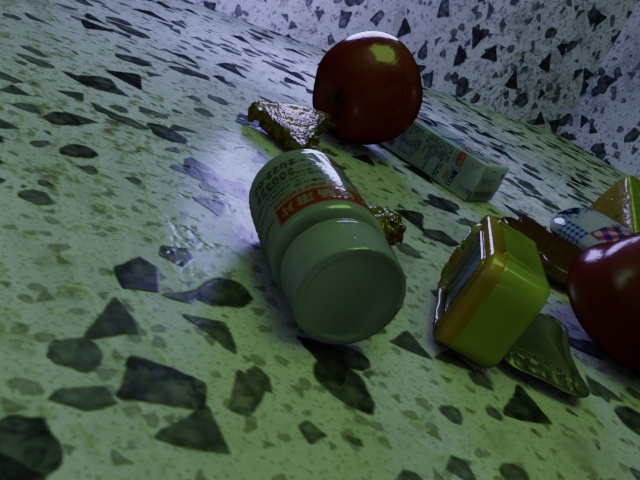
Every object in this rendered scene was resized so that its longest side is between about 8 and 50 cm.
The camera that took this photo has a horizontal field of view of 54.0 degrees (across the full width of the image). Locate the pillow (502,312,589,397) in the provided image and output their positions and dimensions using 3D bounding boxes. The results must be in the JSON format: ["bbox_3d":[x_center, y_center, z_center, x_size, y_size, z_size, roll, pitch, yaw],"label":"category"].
[{"bbox_3d":[0.304,0.142,0.885,0.130,0.033,0.217,25,23,3],"label":"pillow"}]

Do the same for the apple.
[{"bbox_3d":[0.102,-0.350,1.467,0.217,0.260,0.260,-24,49,-31],"label":"apple"}]

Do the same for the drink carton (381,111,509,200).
[{"bbox_3d":[0.300,-0.218,1.564,0.131,0.106,0.315,-6,38,-48],"label":"drink carton"}]

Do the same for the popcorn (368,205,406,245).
[{"bbox_3d":[0.094,-0.019,0.992,0.082,0.057,0.083,16,27,-18],"label":"popcorn"}]

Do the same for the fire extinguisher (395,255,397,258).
[{"bbox_3d":[0.083,0.051,0.853,0.078,0.045,0.157,53,22,-6],"label":"fire extinguisher"}]

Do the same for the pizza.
[{"bbox_3d":[-0.054,-0.219,1.277,0.188,0.062,0.198,5,34,-13],"label":"pizza"}]

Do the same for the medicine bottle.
[{"bbox_3d":[0.000,0.000,0.750,0.145,0.144,0.252,14,28,-24],"label":"medicine bottle"}]

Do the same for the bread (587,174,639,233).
[{"bbox_3d":[0.795,0.053,1.548,0.234,0.245,0.361,21,55,-4],"label":"bread"}]

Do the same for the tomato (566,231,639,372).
[{"bbox_3d":[0.543,0.095,0.972,0.299,0.299,0.226,7,69,-36],"label":"tomato"}]

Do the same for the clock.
[{"bbox_3d":[0.220,0.061,0.834,0.096,0.143,0.202,33,22,-1],"label":"clock"}]

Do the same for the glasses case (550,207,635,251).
[{"bbox_3d":[0.650,0.024,1.393,0.125,0.076,0.327,-20,39,-15],"label":"glasses case"}]

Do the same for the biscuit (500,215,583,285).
[{"bbox_3d":[0.463,0.023,1.289,0.209,0.041,0.290,21,22,-11],"label":"biscuit"}]
